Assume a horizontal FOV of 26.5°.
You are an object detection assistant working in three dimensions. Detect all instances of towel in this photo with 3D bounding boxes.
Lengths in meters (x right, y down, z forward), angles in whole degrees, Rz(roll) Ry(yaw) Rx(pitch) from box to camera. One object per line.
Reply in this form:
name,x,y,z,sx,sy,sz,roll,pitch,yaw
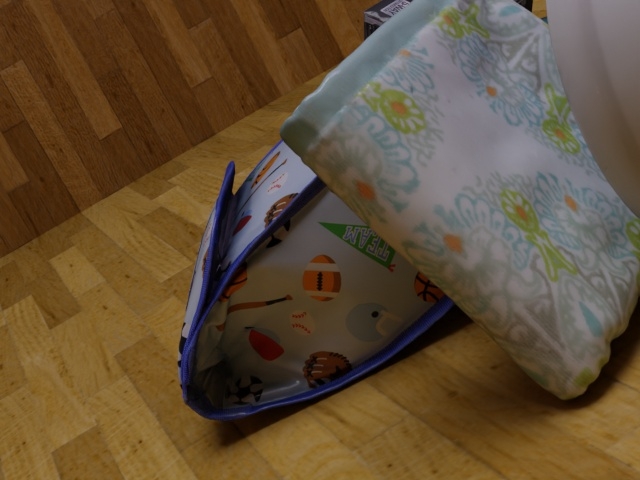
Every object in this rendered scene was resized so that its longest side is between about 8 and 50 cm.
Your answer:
towel,0.167,-0.073,1.192,0.090,0.320,0.374,-51,-3,40

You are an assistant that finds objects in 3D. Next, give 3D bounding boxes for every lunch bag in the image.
lunch bag,0.000,0.000,1.453,0.385,0.239,0.328,-43,12,10

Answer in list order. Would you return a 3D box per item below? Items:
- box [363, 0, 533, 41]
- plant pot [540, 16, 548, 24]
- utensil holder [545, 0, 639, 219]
box,0.162,-0.204,1.725,0.242,0.307,0.076,-35,53,-30
plant pot,0.365,-0.209,1.622,0.234,0.166,0.165,-21,15,4
utensil holder,0.434,-0.201,1.104,0.385,0.328,0.327,-17,18,39
